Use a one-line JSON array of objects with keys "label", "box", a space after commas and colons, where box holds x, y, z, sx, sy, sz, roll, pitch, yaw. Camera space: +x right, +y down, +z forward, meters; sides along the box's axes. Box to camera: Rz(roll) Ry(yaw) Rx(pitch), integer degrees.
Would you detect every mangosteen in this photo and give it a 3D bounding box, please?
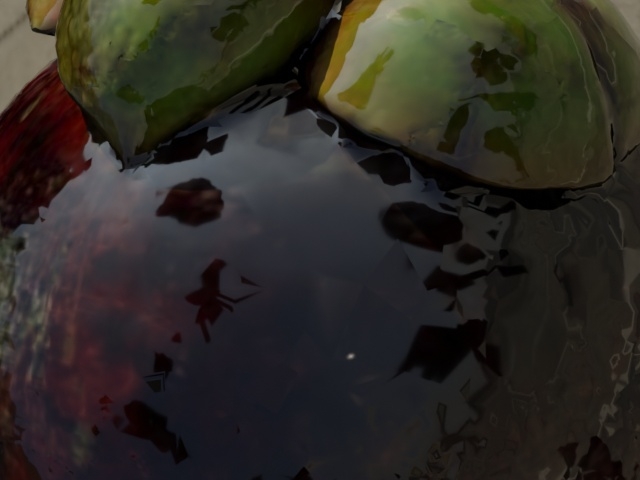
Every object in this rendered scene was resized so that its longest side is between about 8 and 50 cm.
[{"label": "mangosteen", "box": [-0.001, 0.014, 0.516, 0.300, 0.300, 0.300, -18, 67, 48]}]
